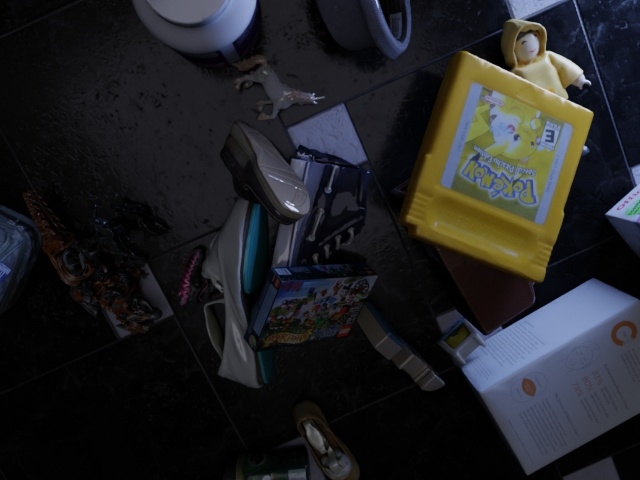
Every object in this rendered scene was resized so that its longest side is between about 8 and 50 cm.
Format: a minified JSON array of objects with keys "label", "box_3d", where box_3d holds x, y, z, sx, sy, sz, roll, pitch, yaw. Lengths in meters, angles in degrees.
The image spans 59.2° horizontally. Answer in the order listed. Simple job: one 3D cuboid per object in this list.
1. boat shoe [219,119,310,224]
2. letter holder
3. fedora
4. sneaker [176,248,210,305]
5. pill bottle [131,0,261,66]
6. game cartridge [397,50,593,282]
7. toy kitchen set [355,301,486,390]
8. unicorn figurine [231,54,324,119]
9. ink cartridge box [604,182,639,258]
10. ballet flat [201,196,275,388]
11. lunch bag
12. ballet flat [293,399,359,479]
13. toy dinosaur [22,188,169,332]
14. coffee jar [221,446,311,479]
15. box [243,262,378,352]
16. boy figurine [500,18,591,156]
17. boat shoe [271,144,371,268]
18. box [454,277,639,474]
[{"label":"boat shoe","box_3d":[-0.107,-0.108,0.990,0.103,0.285,0.092,18,118,-42]},{"label":"letter holder","box_3d":[0.309,-0.015,1.083,0.214,0.152,0.301,-32,102,1]},{"label":"fedora","box_3d":[0.064,-0.443,0.966,0.124,0.243,0.275,-6,113,26]},{"label":"sneaker","box_3d":[-0.245,0.074,1.120,0.057,0.047,0.119,12,102,-27]},{"label":"pill bottle","box_3d":[-0.187,-0.378,0.884,0.182,0.323,0.181,-1,101,-4]},{"label":"game cartridge","box_3d":[0.306,-0.121,0.972,0.285,0.053,0.323,19,84,-14]},{"label":"toy kitchen set","box_3d":[0.205,0.180,1.150,0.166,0.122,0.207,-44,121,5]},{"label":"unicorn figurine","box_3d":[-0.083,-0.273,1.037,0.111,0.060,0.162,-21,139,27]},{"label":"ink cartridge box","box_3d":[0.729,-0.026,1.048,0.198,0.270,0.197,-44,100,5]},{"label":"ballet flat","box_3d":[-0.168,0.099,1.092,0.139,0.139,0.400,-3,103,-4]},{"label":"lunch bag","box_3d":[-0.673,0.024,0.965,0.305,0.256,0.212,27,99,-9]},{"label":"ballet flat","box_3d":[0.010,0.445,1.193,0.080,0.073,0.232,-33,102,3]},{"label":"toy dinosaur","box_3d":[-0.419,0.037,1.049,0.218,0.164,0.322,-39,124,20]},{"label":"coffee jar","box_3d":[-0.114,0.490,1.182,0.184,0.096,0.079,-5,99,-2]},{"label":"box","box_3d":[-0.015,0.122,1.056,0.233,0.044,0.159,-1,123,-40]},{"label":"boy figurine","box_3d":[0.421,-0.285,1.067,0.177,0.092,0.285,-21,105,3]},{"label":"boat shoe","box_3d":[0.000,0.000,1.072,0.158,0.127,0.340,10,100,1]},{"label":"box","box_3d":[0.490,0.268,1.143,0.345,0.168,0.215,-30,102,3]}]
